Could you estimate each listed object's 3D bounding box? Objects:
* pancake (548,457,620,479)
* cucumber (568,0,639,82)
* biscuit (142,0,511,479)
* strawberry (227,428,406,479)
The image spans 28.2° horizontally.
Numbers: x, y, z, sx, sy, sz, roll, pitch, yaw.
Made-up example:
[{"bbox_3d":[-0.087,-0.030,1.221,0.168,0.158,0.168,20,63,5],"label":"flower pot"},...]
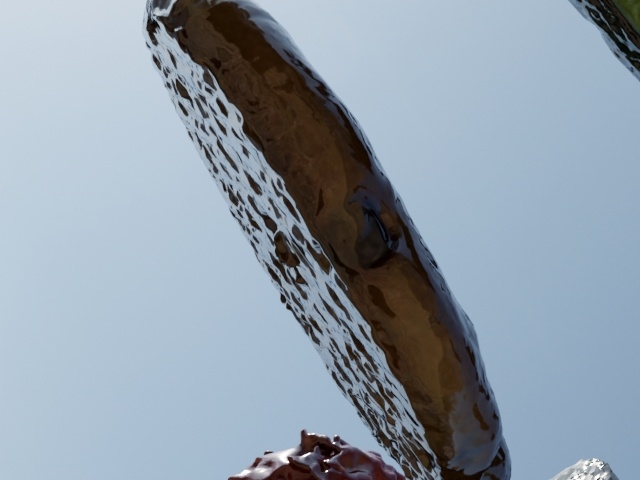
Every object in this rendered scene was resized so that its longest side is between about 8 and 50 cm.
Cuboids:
[{"bbox_3d":[0.034,0.188,0.534,0.037,0.253,0.253,47,-41,2],"label":"pancake"},{"bbox_3d":[0.201,-0.113,0.732,0.220,0.070,0.046,42,-39,-15],"label":"cucumber"},{"bbox_3d":[0.000,0.000,0.439,0.212,0.036,0.212,58,-7,12],"label":"biscuit"},{"bbox_3d":[0.017,0.263,0.906,0.244,0.205,0.205,-138,-133,-65],"label":"strawberry"}]
